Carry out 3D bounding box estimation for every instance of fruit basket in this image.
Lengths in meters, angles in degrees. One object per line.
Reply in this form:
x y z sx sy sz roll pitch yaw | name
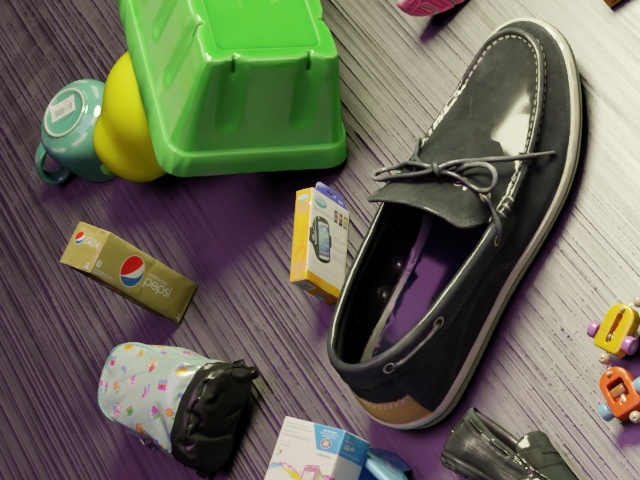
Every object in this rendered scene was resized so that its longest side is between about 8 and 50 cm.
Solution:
-0.142 -0.211 2.204 0.392 0.283 0.392 176 90 -72 | fruit basket

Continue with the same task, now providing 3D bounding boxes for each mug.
-0.329 -0.146 2.367 0.129 0.097 0.158 21 81 41 | mug

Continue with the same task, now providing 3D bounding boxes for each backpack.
-0.181 0.189 2.080 0.182 0.115 0.152 18 83 44 | backpack

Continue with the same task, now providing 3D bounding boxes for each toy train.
0.346 0.111 1.770 0.166 0.046 0.125 -43 51 16 | toy train

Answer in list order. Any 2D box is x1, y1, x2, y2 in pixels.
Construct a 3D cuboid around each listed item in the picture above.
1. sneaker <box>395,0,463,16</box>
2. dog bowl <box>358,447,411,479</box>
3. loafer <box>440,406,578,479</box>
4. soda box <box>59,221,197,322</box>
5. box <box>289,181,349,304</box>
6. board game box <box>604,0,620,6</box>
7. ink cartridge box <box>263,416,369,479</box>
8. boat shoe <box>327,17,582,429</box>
0.156 -0.390 2.131 0.111 0.103 0.252 20 75 45 | sneaker
0.063 0.333 1.851 0.166 0.074 0.297 -52 47 4 | dog bowl
0.218 0.236 1.780 0.223 0.076 0.078 22 90 45 | loafer
-0.238 0.042 2.149 0.061 0.181 0.058 17 79 41 | soda box
0.000 0.000 2.058 0.028 0.081 0.136 -14 60 32 | box
0.343 -0.405 2.035 0.124 0.039 0.259 -34 49 19 | board game box
-0.011 0.262 1.858 0.088 0.052 0.122 8 75 39 | ink cartridge box
0.149 -0.035 1.917 0.187 0.156 0.500 16 77 43 | boat shoe
